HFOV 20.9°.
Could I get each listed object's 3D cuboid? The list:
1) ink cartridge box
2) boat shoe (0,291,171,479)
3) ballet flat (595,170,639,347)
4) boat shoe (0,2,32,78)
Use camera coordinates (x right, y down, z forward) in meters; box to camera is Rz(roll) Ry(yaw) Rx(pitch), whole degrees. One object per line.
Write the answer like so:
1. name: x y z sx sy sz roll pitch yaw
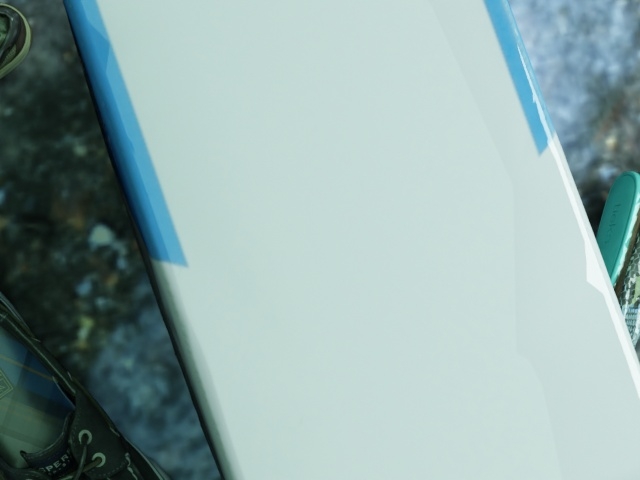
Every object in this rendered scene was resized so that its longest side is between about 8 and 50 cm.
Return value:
1. ink cartridge box: 0.000 0.000 0.828 0.166 0.395 0.285 -19 86 -6
2. boat shoe: -0.151 0.110 0.970 0.080 0.076 0.228 -35 86 -4
3. ballet flat: 0.173 0.054 0.995 0.070 0.070 0.188 23 88 1
4. boat shoe: -0.234 -0.087 0.999 0.152 0.049 0.056 -43 88 -5
